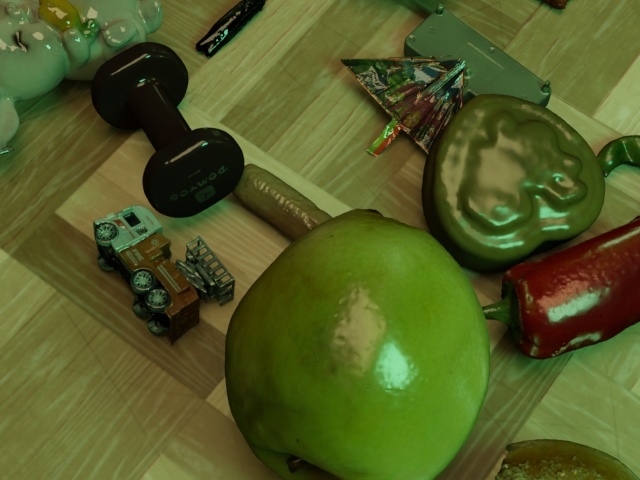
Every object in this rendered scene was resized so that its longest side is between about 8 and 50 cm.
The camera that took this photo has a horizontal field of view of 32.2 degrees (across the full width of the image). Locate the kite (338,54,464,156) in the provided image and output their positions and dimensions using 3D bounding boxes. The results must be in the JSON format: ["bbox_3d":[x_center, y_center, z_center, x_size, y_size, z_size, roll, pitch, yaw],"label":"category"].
[{"bbox_3d":[0.126,-0.194,1.549,0.241,0.014,0.183,43,95,12],"label":"kite"}]

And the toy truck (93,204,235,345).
[{"bbox_3d":[-0.207,0.030,1.425,0.115,0.080,0.178,-33,68,-23],"label":"toy truck"}]

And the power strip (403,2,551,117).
[{"bbox_3d":[0.205,-0.227,1.582,0.216,0.061,0.145,39,72,19],"label":"power strip"}]

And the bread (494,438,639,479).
[{"bbox_3d":[0.288,0.363,1.186,0.192,0.171,0.314,-5,63,24],"label":"bread"}]

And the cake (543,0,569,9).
[{"bbox_3d":[0.316,-0.500,1.675,0.262,0.159,0.158,36,64,15],"label":"cake"}]

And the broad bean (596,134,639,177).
[{"bbox_3d":[0.485,-0.108,1.530,0.213,0.048,0.070,4,61,2],"label":"broad bean"}]

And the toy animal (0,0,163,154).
[{"bbox_3d":[-0.383,-0.261,1.538,0.208,0.154,0.325,40,75,12],"label":"toy animal"}]

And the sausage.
[{"bbox_3d":[0.002,-0.001,1.457,0.301,0.066,0.066,40,68,16],"label":"sausage"}]

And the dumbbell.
[{"bbox_3d":[-0.205,-0.149,1.475,0.140,0.124,0.225,-31,58,-3],"label":"dumbbell"}]

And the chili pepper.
[{"bbox_3d":[0.292,0.080,1.375,0.338,0.134,0.131,-20,86,-16],"label":"chili pepper"}]

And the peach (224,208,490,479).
[{"bbox_3d":[0.039,0.129,1.251,0.314,0.281,0.315,34,79,18],"label":"peach"}]

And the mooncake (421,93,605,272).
[{"bbox_3d":[0.245,-0.084,1.455,0.235,0.117,0.235,2,77,-7],"label":"mooncake"}]

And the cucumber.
[{"bbox_3d":[-0.131,-0.323,1.641,0.033,0.034,0.135,39,68,12],"label":"cucumber"}]
